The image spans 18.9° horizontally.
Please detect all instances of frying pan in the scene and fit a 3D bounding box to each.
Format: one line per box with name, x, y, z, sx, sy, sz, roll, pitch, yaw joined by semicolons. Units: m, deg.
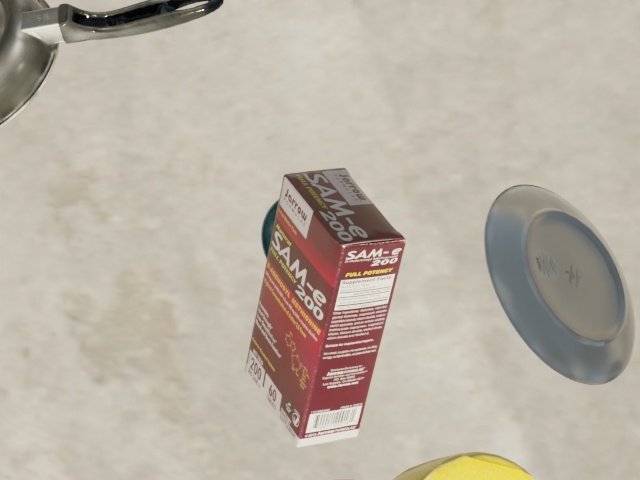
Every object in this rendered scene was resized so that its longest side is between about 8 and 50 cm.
frying pan;-0.262;-0.153;1.632;0.053;0.326;0.197;62;39;-49

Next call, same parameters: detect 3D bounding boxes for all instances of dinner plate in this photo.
dinner plate;0.160;0.025;1.235;0.141;0.017;0.141;24;49;-32

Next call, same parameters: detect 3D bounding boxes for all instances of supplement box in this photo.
supplement box;0.001;0.065;1.847;0.073;0.130;0.239;-6;126;-28

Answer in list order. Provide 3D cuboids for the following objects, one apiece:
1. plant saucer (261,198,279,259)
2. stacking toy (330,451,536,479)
plant saucer;0.000;0.000;1.913;0.119;0.119;0.021;64;27;-16
stacking toy;-0.016;0.259;0.809;0.309;0.130;0.279;-27;106;-39
